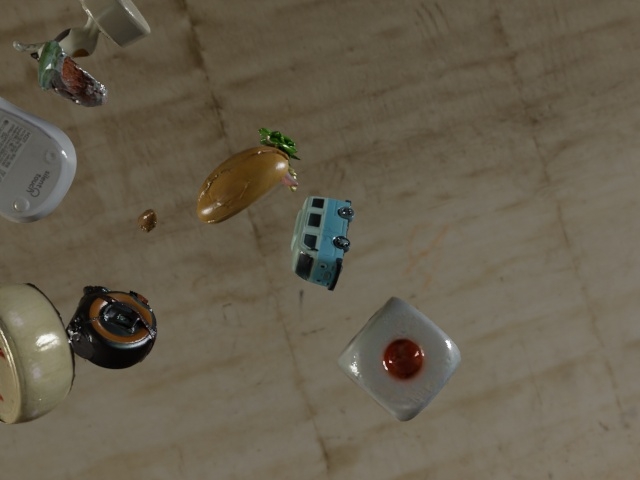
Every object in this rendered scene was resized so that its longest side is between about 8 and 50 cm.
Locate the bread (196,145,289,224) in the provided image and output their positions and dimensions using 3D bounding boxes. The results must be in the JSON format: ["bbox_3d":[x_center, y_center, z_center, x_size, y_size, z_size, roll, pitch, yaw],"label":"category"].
[{"bbox_3d":[-0.143,-0.102,1.196,0.189,0.077,0.114,-37,28,9],"label":"bread"}]

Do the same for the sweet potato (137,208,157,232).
[{"bbox_3d":[-0.546,-0.055,2.174,0.060,0.068,0.206,-4,-9,-21],"label":"sweet potato"}]

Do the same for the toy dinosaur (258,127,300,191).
[{"bbox_3d":[-0.141,-0.182,1.727,0.194,0.177,0.152,21,-14,-6],"label":"toy dinosaur"}]

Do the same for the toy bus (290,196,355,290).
[{"bbox_3d":[0.000,0.000,2.010,0.165,0.271,0.133,13,-45,-3],"label":"toy bus"}]

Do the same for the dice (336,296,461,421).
[{"bbox_3d":[0.158,0.242,1.412,0.194,0.193,0.192,-49,-7,-9],"label":"dice"}]

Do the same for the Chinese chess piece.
[{"bbox_3d":[-0.537,0.196,1.210,0.250,0.249,0.103,-18,1,42],"label":"Chinese chess piece"}]

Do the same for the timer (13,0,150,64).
[{"bbox_3d":[-0.545,-0.466,1.573,0.266,0.175,0.175,-37,-3,5],"label":"timer"}]

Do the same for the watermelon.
[{"bbox_3d":[-0.466,-0.292,1.286,0.071,0.139,0.187,-63,13,-13],"label":"watermelon"}]

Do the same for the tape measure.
[{"bbox_3d":[-0.528,0.222,1.761,0.202,0.223,0.135,-81,16,-51],"label":"tape measure"}]

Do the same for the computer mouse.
[{"bbox_3d":[-0.562,-0.156,1.171,0.297,0.184,0.121,28,-1,-12],"label":"computer mouse"}]
